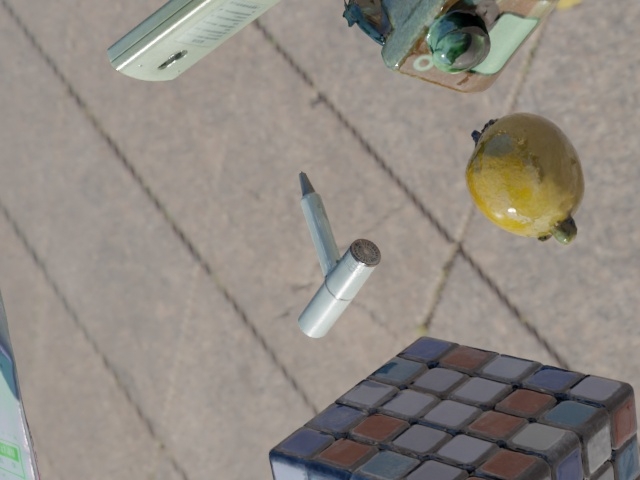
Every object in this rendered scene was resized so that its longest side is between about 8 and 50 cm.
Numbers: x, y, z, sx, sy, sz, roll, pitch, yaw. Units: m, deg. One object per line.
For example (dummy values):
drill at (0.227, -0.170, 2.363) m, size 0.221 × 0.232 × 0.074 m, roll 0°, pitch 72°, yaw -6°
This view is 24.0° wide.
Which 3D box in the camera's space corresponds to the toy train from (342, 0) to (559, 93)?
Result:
toy train at (0.091, -0.252, 1.244) m, size 0.129 × 0.159 × 0.326 m, roll -55°, pitch 39°, yaw 36°

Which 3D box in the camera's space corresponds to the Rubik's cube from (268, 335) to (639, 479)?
Rubik's cube at (0.155, 0.306, 1.609) m, size 0.292 × 0.293 × 0.286 m, roll 11°, pitch 120°, yaw 41°

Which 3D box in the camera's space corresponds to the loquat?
loquat at (0.275, -0.079, 1.995) m, size 0.149 × 0.172 × 0.204 m, roll -34°, pitch 75°, yaw 15°

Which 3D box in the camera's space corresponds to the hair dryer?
hair dryer at (-0.004, 0.003, 1.845) m, size 0.155 × 0.044 × 0.183 m, roll -55°, pitch 49°, yaw 41°

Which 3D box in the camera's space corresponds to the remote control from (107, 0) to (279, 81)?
remote control at (-0.098, -0.226, 1.452) m, size 0.233 × 0.098 × 0.038 m, roll -32°, pitch 72°, yaw 30°

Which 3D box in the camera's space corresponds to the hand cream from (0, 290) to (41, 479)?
hand cream at (-0.276, 0.119, 1.240) m, size 0.079 × 0.050 × 0.275 m, roll 41°, pitch 142°, yaw 51°
